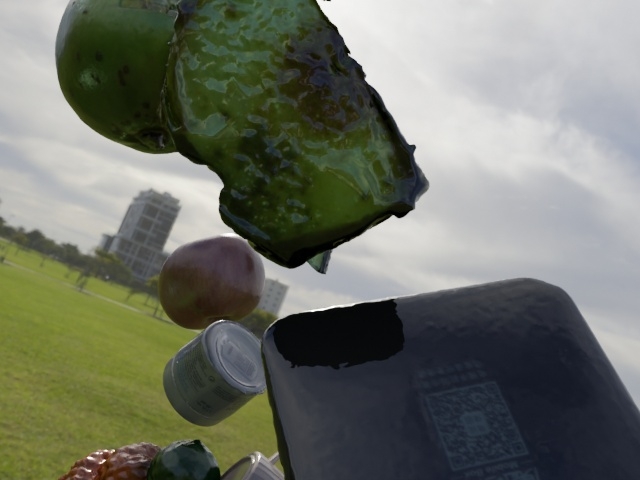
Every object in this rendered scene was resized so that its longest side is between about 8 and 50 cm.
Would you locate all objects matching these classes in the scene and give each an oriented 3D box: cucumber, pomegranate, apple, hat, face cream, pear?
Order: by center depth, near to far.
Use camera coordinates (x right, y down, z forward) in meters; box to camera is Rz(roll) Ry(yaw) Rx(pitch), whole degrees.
[{"bbox_3d":[-0.039,-0.109,0.587,0.238,0.164,0.255,58,0,-7],"label":"pear"},{"bbox_3d":[-0.191,-0.255,0.753,0.236,0.301,0.236,6,-4,0],"label":"pomegranate"},{"bbox_3d":[-0.384,0.504,1.246,0.285,0.400,0.285,28,26,-16],"label":"hat"},{"bbox_3d":[-0.214,0.275,1.303,0.177,0.177,0.153,28,-55,-37],"label":"face cream"},{"bbox_3d":[-0.304,0.121,1.773,0.306,0.235,0.305,-14,-20,-5],"label":"apple"},{"bbox_3d":[0.000,0.000,1.777,0.115,0.193,0.086,6,-10,40],"label":"cucumber"}]

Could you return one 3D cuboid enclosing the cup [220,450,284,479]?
[{"bbox_3d":[-0.075,0.550,1.202,0.273,0.288,0.208,46,-12,-3],"label":"cup"}]

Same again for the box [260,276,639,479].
[{"bbox_3d":[0.114,0.163,0.492,0.290,0.289,0.073,-8,-40,-11],"label":"box"}]
